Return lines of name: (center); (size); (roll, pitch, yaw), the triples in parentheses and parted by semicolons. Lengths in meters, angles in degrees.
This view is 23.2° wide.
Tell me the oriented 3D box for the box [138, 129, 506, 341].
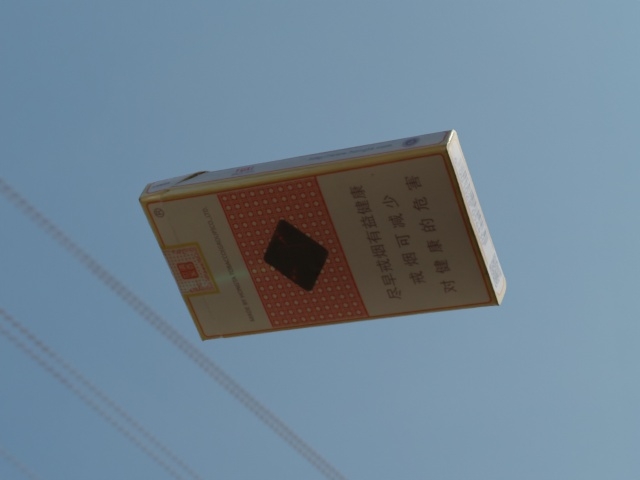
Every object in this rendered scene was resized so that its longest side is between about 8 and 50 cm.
box: (0.000, 0.000, 0.386); (0.083, 0.012, 0.046); (-8, -60, 25)
